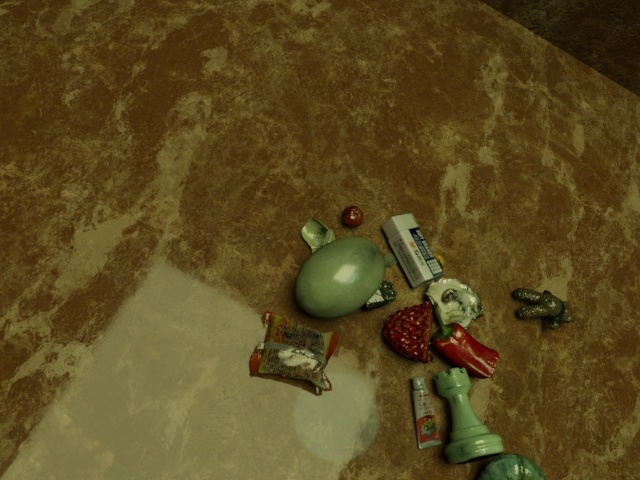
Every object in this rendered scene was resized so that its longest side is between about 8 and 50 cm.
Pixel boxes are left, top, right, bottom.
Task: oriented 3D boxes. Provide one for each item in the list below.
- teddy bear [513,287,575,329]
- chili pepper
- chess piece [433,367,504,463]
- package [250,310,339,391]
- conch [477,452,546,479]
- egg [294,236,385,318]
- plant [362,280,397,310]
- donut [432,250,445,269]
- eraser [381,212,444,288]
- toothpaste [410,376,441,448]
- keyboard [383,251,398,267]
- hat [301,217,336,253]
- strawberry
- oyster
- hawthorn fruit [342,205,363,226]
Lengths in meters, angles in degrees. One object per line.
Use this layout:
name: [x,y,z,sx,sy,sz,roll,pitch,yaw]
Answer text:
teddy bear: [0.924,0.273,2.050,0.252,0.129,0.181,13,65,-11]
chili pepper: [0.488,0.374,1.848,0.338,0.131,0.134,37,65,-11]
chess piece: [0.494,0.601,1.745,0.195,0.194,0.298,-1,58,-18]
package: [-0.078,0.370,1.704,0.288,0.108,0.223,17,61,-7]
conch: [0.648,0.817,1.697,0.196,0.220,0.277,17,24,36]
egg: [0.070,0.129,1.774,0.352,0.258,0.258,-36,81,-24]
plant: [0.216,0.209,1.881,0.143,0.092,0.094,-26,69,-18]
donut: [0.472,0.077,2.056,0.083,0.067,0.038,31,63,35]
eraser: [0.365,0.038,2.001,0.130,0.086,0.287,-12,70,-36]
toothpaste: [0.363,0.601,1.772,0.089,0.057,0.234,-3,75,-20]
keyboard: [0.254,0.086,1.989,0.129,0.015,0.049,-22,75,-25]
hat: [-0.005,-0.003,1.926,0.166,0.081,0.122,45,105,15]
strawberry: [0.323,0.329,1.835,0.178,0.234,0.233,5,60,20]
oyster: [0.517,0.244,1.962,0.214,0.083,0.222,-25,75,-27]
hawthorn fruit: [0.122,-0.092,1.991,0.093,0.093,0.093,7,65,-15]
